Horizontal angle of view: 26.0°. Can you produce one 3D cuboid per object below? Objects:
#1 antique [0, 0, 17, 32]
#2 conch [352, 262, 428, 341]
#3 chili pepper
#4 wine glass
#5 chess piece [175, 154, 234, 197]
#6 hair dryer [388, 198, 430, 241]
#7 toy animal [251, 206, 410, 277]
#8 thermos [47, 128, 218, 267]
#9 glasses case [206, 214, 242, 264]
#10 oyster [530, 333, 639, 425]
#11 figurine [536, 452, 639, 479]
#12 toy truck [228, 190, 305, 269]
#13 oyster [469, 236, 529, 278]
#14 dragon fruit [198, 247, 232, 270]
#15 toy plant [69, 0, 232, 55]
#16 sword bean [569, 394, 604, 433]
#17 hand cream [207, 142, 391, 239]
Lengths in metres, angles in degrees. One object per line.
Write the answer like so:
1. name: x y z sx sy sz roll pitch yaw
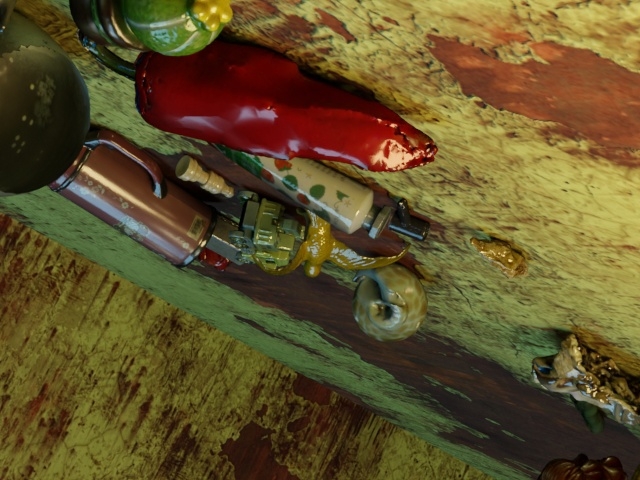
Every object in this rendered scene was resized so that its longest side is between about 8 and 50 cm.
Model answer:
1. antique: -0.454 -0.287 1.441 0.284 0.150 0.125 15 166 10
2. conch: 0.101 0.085 1.975 0.116 0.106 0.173 45 156 20
3. chili pepper: -0.068 -0.136 1.342 0.387 0.110 0.110 17 167 22
4. wine glass: -0.430 -0.175 1.635 0.323 0.238 0.238 19 168 44
5. chess piece: -0.158 -0.085 1.941 0.092 0.035 0.035 29 169 -34
6. hair dryer: 0.104 -0.029 1.645 0.047 0.026 0.083 20 160 17
7. toy animal: 0.000 0.000 1.834 0.219 0.095 0.155 -3 175 -15
8. thermos: -0.310 -0.086 2.061 0.330 0.110 0.136 33 167 -25
9. glasses case: -0.196 -0.029 2.236 0.205 0.047 0.071 30 160 -17
10. oyster: 0.385 0.203 1.927 0.214 0.083 0.223 30 171 -12
11. figurine: 0.428 0.357 1.928 0.315 0.187 0.168 -7 148 -22
12. toy truck: -0.073 -0.011 1.987 0.100 0.077 0.169 11 164 5
13. oyster: 0.211 0.019 1.599 0.051 0.034 0.093 37 -171 34
14. dragon fruit: -0.200 0.009 2.381 0.131 0.063 0.097 23 168 15
15. toy plant: -0.141 -0.206 1.186 0.162 0.093 0.093 14 164 44
16. sword bean: 0.435 0.271 2.247 0.043 0.038 0.269 48 179 25
17. hand cream: -0.045 -0.084 1.641 0.276 0.059 0.095 29 167 8
